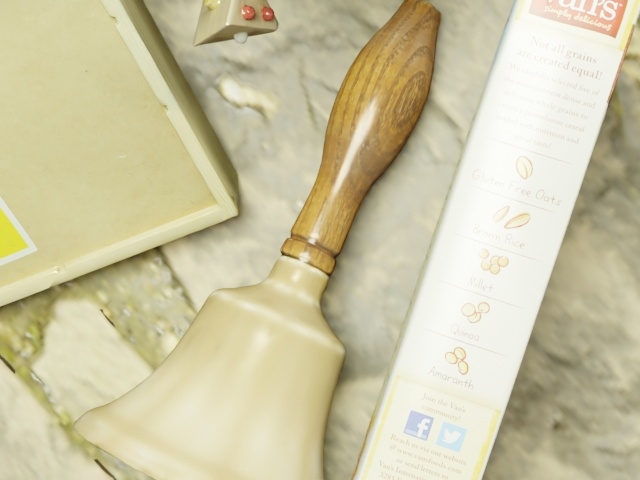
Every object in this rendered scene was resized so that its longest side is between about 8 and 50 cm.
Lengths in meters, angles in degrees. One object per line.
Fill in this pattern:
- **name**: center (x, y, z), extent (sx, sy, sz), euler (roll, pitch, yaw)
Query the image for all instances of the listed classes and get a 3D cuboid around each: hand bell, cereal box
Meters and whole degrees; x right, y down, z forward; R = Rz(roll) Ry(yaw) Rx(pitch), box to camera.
- **hand bell**: center (0.000, 0.000, 0.524), extent (0.126, 0.126, 0.242), euler (25, 82, 7)
- **cereal box**: center (0.064, 0.019, 0.468), extent (0.047, 0.173, 0.240), euler (19, 94, 7)

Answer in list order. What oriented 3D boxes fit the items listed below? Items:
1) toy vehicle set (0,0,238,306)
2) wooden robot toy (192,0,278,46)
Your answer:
- **toy vehicle set**: center (-0.191, -0.035, 0.522), extent (0.267, 0.035, 0.166), euler (-20, 126, 8)
- **wooden robot toy**: center (0.017, -0.140, 0.443), extent (0.079, 0.076, 0.173), euler (21, 97, -29)
